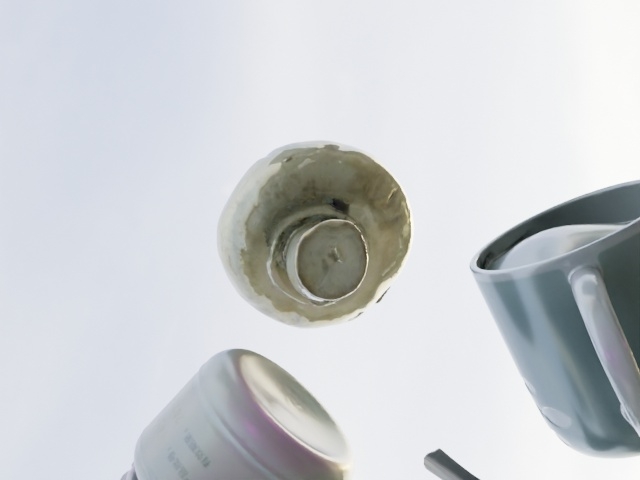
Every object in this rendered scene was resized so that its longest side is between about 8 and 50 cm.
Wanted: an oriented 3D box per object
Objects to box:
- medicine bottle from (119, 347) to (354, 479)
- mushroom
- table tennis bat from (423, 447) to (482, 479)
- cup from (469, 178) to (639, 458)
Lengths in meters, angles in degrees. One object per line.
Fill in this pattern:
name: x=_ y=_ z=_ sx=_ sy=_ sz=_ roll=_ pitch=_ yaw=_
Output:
medicine bottle: x=-0.132 y=0.316 z=1.263 sx=0.241 sy=0.241 sz=0.302 roll=36 pitch=-79 yaw=-32
mushroom: x=-0.012 y=-0.023 z=1.546 sx=0.356 sy=0.315 sz=0.315 roll=77 pitch=-144 yaw=-64
table tennis bat: x=0.181 y=0.269 z=0.971 sx=0.130 sy=0.220 sz=0.019 roll=-14 pitch=-61 yaw=-33
cup: x=0.347 y=0.113 z=1.158 sx=0.275 sy=0.259 sz=0.357 roll=64 pitch=-164 yaw=-9
